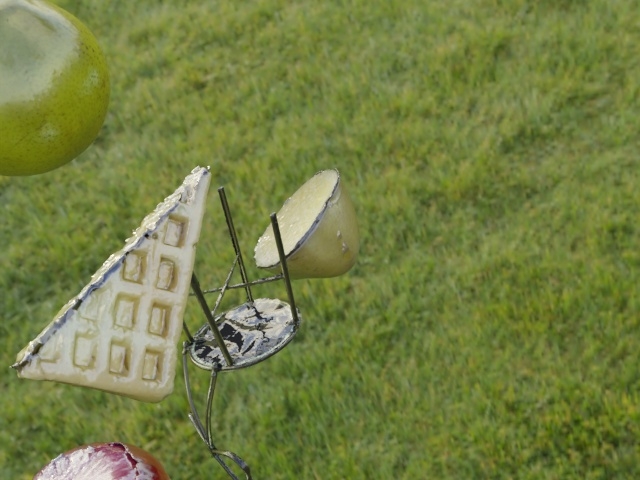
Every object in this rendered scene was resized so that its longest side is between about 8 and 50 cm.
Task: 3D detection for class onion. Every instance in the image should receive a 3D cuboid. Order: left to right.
[{"bbox_3d":[-0.290,0.362,1.361,0.248,0.161,0.248,-8,49,10],"label":"onion"}]

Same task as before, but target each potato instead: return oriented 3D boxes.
[{"bbox_3d":[0.000,0.000,1.618,0.182,0.117,0.202,-50,17,-8],"label":"potato"}]

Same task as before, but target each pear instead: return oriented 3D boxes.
[{"bbox_3d":[-0.458,-0.229,1.657,0.294,0.294,0.294,-11,43,10],"label":"pear"}]

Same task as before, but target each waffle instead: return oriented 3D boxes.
[{"bbox_3d":[-0.116,0.014,0.645,0.023,0.097,0.152,-10,65,52],"label":"waffle"}]

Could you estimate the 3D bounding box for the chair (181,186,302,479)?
[{"bbox_3d":[-0.103,0.118,1.345,0.170,0.325,0.160,-31,29,-25],"label":"chair"}]
